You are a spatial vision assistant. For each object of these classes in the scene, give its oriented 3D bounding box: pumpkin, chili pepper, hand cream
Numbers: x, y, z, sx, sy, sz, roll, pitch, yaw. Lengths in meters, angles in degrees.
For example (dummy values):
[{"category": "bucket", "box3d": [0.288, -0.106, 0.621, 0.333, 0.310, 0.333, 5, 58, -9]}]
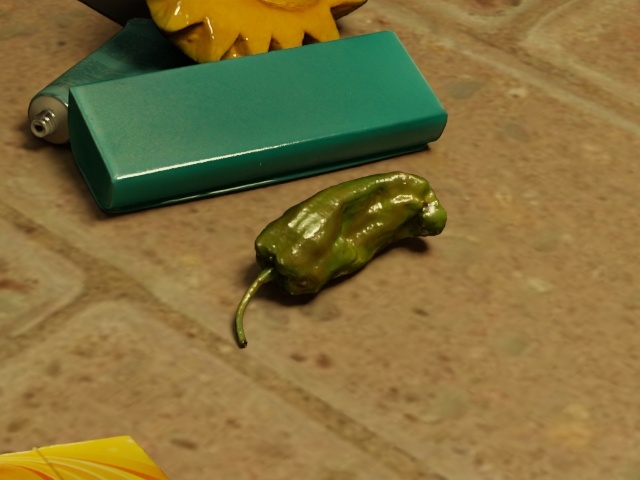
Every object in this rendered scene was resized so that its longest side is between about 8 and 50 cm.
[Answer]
[{"category": "pumpkin", "box3d": [-0.092, -0.207, 1.550, 0.254, 0.130, 0.149, 5, -4, -39]}, {"category": "chili pepper", "box3d": [0.001, -0.001, 1.304, 0.204, 0.072, 0.073, -24, 36, -28]}, {"category": "hand cream", "box3d": [-0.189, -0.145, 1.505, 0.083, 0.048, 0.224, 19, 35, 19]}]

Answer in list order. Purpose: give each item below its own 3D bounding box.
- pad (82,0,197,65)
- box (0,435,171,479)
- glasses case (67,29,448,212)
[{"category": "pad", "box3d": [-0.150, -0.282, 1.718, 0.367, 0.007, 0.247, 31, 45, 32]}, {"category": "box", "box3d": [-0.199, 0.182, 1.004, 0.269, 0.043, 0.152, -3, 27, -35]}, {"category": "glasses case", "box3d": [-0.053, -0.096, 1.433, 0.301, 0.070, 0.117, -11, 51, -22]}]
